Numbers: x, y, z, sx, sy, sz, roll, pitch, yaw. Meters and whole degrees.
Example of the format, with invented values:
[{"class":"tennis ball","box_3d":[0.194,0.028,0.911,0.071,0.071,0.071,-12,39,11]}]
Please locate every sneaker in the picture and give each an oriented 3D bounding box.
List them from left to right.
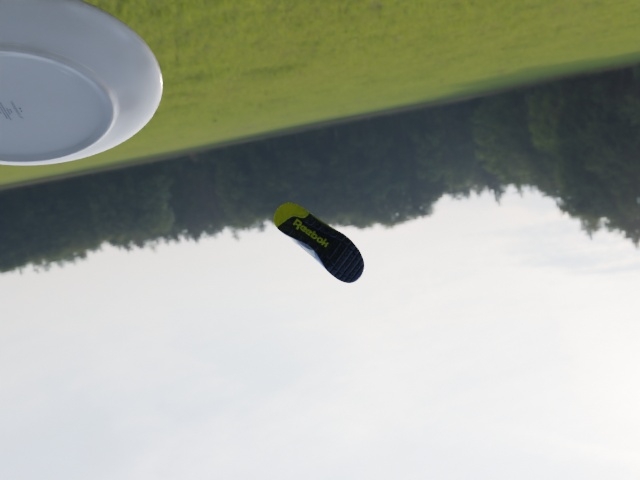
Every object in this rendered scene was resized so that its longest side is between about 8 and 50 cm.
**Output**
[{"class":"sneaker","box_3d":[0.000,0.000,1.066,0.053,0.144,0.059,-49,-174,-2]}]

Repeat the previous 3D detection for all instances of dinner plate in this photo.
[{"class":"dinner plate","box_3d":[-0.146,-0.067,0.378,0.141,0.017,0.141,-7,156,-3]}]
